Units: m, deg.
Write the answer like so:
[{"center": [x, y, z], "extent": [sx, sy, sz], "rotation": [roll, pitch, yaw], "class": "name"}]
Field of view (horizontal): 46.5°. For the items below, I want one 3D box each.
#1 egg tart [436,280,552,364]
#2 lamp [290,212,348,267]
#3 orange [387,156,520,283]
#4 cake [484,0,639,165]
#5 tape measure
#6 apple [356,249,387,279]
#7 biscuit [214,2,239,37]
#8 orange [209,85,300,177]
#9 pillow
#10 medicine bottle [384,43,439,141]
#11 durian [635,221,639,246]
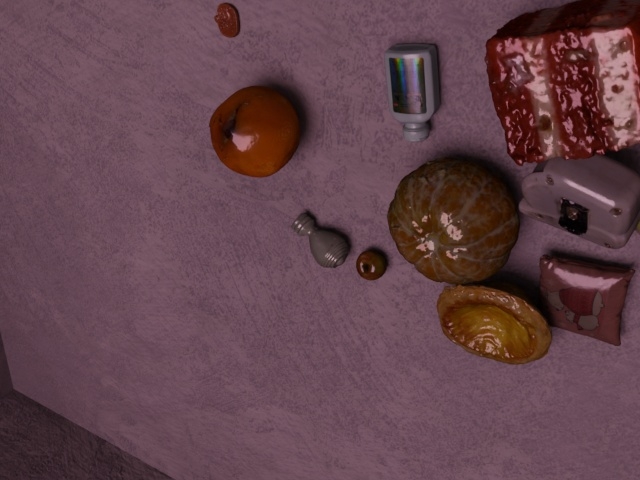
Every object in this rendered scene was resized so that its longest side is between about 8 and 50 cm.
[{"center": [0.458, 0.194, 1.944], "extent": [0.318, 0.128, 0.319], "rotation": [22, 145, 16], "class": "egg tart"}, {"center": [0.000, 0.000, 2.176], "extent": [0.193, 0.106, 0.106], "rotation": [45, 133, 14], "class": "lamp"}, {"center": [0.322, -0.041, 1.832], "extent": [0.329, 0.249, 0.329], "rotation": [18, 123, 30], "class": "orange"}, {"center": [0.524, -0.332, 1.500], "extent": [0.319, 0.270, 0.270], "rotation": [-4, 115, 34], "class": "cake"}, {"center": [0.566, -0.097, 1.635], "extent": [0.258, 0.130, 0.265], "rotation": [29, 167, 30], "class": "tape measure"}, {"center": [0.146, 0.070, 2.134], "extent": [0.089, 0.074, 0.090], "rotation": [16, 123, 26], "class": "apple"}, {"center": [-0.254, -0.597, 2.017], "extent": [0.078, 0.015, 0.091], "rotation": [18, 126, 25], "class": "biscuit"}, {"center": [-0.176, -0.295, 2.001], "extent": [0.246, 0.246, 0.246], "rotation": [17, 126, 24], "class": "orange"}, {"center": [0.646, 0.143, 1.841], "extent": [0.223, 0.084, 0.236], "rotation": [16, 131, 27], "class": "pillow"}, {"center": [0.225, -0.356, 1.806], "extent": [0.121, 0.083, 0.229], "rotation": [7, 123, 27], "class": "medicine bottle"}, {"center": [0.809, 0.053, 1.665], "extent": [0.375, 0.106, 0.132], "rotation": [48, 138, 4], "class": "durian"}]
